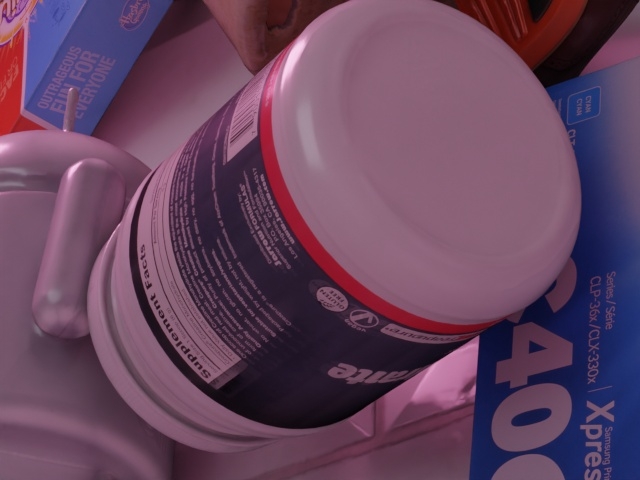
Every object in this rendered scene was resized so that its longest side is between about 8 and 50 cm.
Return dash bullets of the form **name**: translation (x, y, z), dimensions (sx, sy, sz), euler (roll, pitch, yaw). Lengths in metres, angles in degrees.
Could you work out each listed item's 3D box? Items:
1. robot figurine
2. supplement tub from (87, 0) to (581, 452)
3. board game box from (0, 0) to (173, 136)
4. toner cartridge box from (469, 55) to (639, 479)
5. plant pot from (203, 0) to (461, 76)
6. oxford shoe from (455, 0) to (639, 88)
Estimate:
- **robot figurine**: translation (-0.192, 0.071, 1.299), dimensions (0.300, 0.200, 0.353), euler (127, 153, -50)
- **supplement tub**: translation (0.000, 0.000, 1.095), dimensions (0.272, 0.191, 0.191), euler (-38, 36, 48)
- **board game box**: translation (-0.222, -0.218, 1.590), dimensions (0.242, 0.064, 0.316), euler (-54, 34, 31)
- **toner cartridge box**: translation (0.175, 0.056, 1.072), dimensions (0.165, 0.075, 0.347), euler (-17, 50, 32)
- **plant pot**: translation (0.000, -0.268, 1.327), dimensions (0.334, 0.334, 0.305), euler (-36, 53, 17)
- **oxford shoe**: translation (0.102, -0.088, 1.252), dimensions (0.271, 0.098, 0.097), euler (-42, 54, 35)
